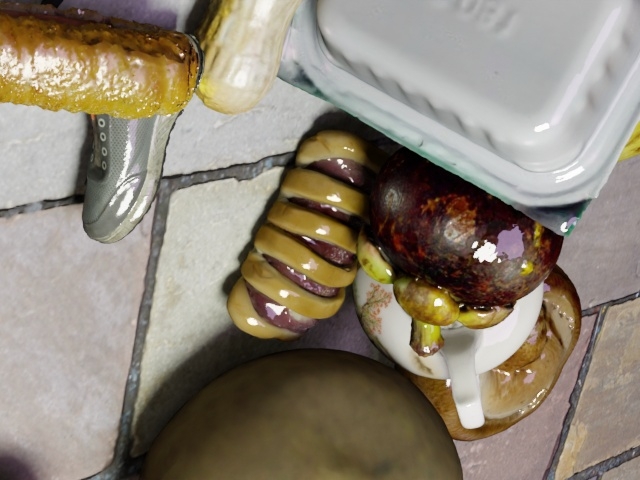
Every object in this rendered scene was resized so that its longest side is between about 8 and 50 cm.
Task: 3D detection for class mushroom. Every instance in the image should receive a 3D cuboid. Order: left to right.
[{"bbox_3d":[0.193,0.122,1.716,0.253,0.153,0.253,-20,127,-29],"label":"mushroom"}]

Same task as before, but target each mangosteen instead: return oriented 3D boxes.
[{"bbox_3d":[0.127,0.008,1.401,0.192,0.192,0.217,21,94,-52],"label":"mangosteen"}]

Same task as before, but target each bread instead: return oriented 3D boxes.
[{"bbox_3d":[0.000,0.000,1.473,0.134,0.081,0.225,19,98,-53],"label":"bread"}]

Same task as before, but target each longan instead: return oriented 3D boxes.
[{"bbox_3d":[-0.020,0.242,1.487,0.350,0.288,0.288,-1,117,-35],"label":"longan"}]

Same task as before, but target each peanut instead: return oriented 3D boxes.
[{"bbox_3d":[-0.055,-0.207,1.260,0.087,0.087,0.207,3,113,-49],"label":"peanut"}]

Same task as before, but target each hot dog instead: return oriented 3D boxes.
[{"bbox_3d":[-0.219,-0.141,1.108,0.289,0.068,0.083,3,98,-36],"label":"hot dog"}]

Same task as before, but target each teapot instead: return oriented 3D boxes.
[{"bbox_3d":[0.137,0.053,1.546,0.204,0.298,0.139,-16,164,2],"label":"teapot"}]

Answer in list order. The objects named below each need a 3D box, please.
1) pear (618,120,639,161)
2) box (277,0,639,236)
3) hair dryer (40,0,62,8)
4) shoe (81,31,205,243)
[{"bbox_3d":[0.242,-0.212,1.430,0.304,0.304,0.304,-28,134,-33],"label":"pear"},{"bbox_3d":[0.131,-0.196,1.262,0.264,0.336,0.106,-62,165,6],"label":"box"},{"bbox_3d":[-0.175,-0.270,1.121,0.195,0.050,0.173,-50,140,-3],"label":"hair dryer"},{"bbox_3d":[-0.170,-0.094,1.236,0.077,0.074,0.194,18,100,-40],"label":"shoe"}]
